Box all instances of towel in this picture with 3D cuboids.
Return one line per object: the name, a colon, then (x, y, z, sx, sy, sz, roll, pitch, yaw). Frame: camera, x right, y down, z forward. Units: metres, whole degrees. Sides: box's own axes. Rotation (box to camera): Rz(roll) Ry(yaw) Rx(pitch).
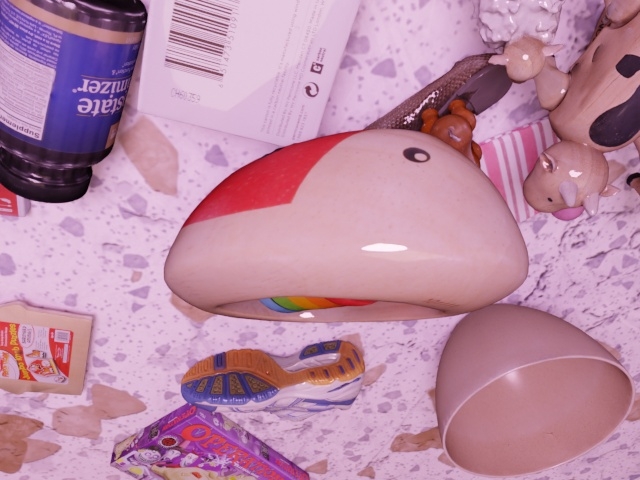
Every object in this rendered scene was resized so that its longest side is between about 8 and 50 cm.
towel: (0.264, -0.088, 0.709, 0.197, 0.029, 0.144, -22, 125, 4)

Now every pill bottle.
pill bottle: (-0.263, -0.152, 0.522, 0.123, 0.122, 0.219, 17, 121, -20)

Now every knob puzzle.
knob puzzle: (-0.448, 0.156, 0.768, 0.213, 0.030, 0.213, -4, 126, -6)

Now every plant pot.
plant pot: (0.306, 0.211, 0.824, 0.284, 0.191, 0.284, -4, 126, -5)

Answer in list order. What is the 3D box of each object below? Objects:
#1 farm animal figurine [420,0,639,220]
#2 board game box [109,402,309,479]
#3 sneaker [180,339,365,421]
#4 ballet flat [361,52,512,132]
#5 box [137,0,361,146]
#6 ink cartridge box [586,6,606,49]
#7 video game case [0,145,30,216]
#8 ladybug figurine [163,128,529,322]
farm animal figurine: (0.281, -0.107, 0.507, 0.331, 0.172, 0.326, 4, 135, -5)
board game box: (-0.200, 0.446, 1.003, 0.208, 0.056, 0.347, -35, 123, 11)
sneaker: (-0.074, 0.252, 0.845, 0.297, 0.111, 0.130, -3, 126, -6)
ballet flat: (0.112, -0.145, 0.633, 0.250, 0.058, 0.084, -34, 141, 21)
box: (-0.073, -0.207, 0.514, 0.182, 0.119, 0.180, 10, 123, -16)
ink cartridge box: (0.429, -0.260, 0.571, 0.193, 0.088, 0.234, 4, 125, -11)
video game case: (-0.482, -0.132, 0.562, 0.285, 0.025, 0.204, 7, 123, -13)
ladybug figurine: (0.000, 0.000, 0.563, 0.305, 0.161, 0.449, 13, 163, -38)
